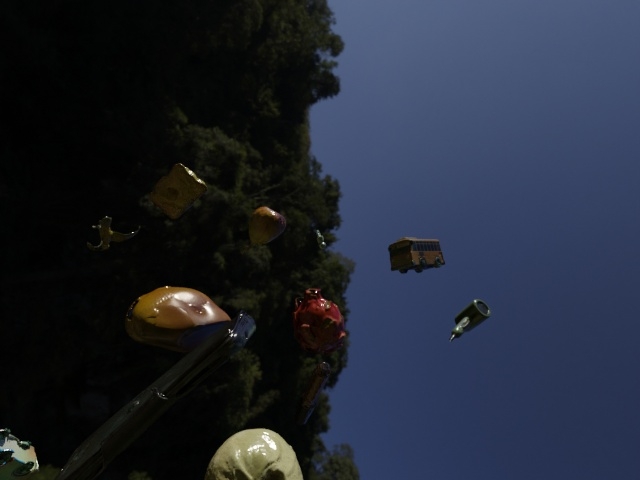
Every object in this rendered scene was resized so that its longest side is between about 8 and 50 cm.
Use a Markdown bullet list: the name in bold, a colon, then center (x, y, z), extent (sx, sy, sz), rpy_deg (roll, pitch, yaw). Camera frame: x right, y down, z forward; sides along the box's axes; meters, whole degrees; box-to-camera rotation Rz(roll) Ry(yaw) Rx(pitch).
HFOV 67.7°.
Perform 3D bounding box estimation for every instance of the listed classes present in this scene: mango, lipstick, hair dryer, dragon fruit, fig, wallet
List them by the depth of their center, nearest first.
- **wallet**: center (-0.223, 0.217, 0.643), extent (0.045, 0.318, 0.172), rpy_deg (50, -2, -3)
- **hair dryer**: center (0.304, 0.182, 1.009), extent (0.047, 0.150, 0.071), rpy_deg (46, -51, 13)
- **mango**: center (-0.344, 0.186, 1.125), extent (0.166, 0.236, 0.136), rpy_deg (44, -72, 25)
- **dragon fruit**: center (-0.009, 0.200, 1.150), extent (0.136, 0.133, 0.166), rpy_deg (-9, -83, 36)
- **lipstick**: center (-0.039, 0.664, 2.062), extent (0.077, 0.077, 0.419), rpy_deg (54, -41, 36)
- **fig**: center (-0.275, -0.032, 2.141), extent (0.257, 0.159, 0.159), rpy_deg (-47, -130, 8)

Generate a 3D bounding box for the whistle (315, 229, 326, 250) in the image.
- **whistle**: center (0.000, 0.000, 2.223), extent (0.035, 0.035, 0.100), rpy_deg (-28, -100, 52)

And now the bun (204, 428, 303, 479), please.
- **bun**: center (-0.208, 0.835, 1.631), extent (0.202, 0.364, 0.364), rpy_deg (-35, -114, 52)

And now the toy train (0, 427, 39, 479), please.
- **toy train**: center (-0.685, 0.470, 1.017), extent (0.072, 0.099, 0.188), rpy_deg (45, -23, 34)

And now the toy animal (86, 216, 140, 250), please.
- **toy animal**: center (-0.766, -0.019, 1.704), extent (0.155, 0.219, 0.095), rpy_deg (-24, -87, 41)

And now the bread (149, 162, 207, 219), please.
- **bread**: center (-0.578, -0.201, 1.943), extent (0.233, 0.088, 0.161), rpy_deg (-38, -79, 19)

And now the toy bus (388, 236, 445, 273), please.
- **toy bus**: center (0.292, 0.043, 1.458), extent (0.091, 0.182, 0.103), rpy_deg (-20, -105, 43)
